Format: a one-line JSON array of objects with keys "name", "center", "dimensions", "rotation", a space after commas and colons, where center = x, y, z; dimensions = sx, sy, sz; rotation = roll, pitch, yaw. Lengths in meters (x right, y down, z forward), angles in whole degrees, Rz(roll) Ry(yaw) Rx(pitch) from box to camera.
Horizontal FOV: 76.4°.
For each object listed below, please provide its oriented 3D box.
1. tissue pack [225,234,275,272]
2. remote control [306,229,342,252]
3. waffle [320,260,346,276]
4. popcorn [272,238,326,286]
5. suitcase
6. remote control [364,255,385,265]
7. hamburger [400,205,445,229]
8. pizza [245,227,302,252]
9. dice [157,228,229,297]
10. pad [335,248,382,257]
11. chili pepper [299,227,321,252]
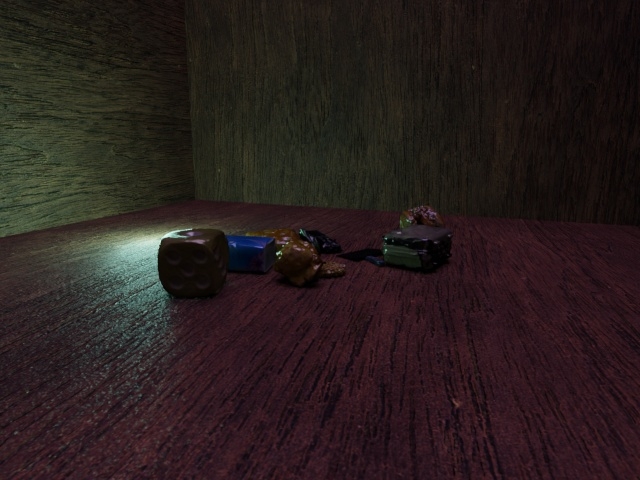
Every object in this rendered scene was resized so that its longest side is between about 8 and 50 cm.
[{"name": "tissue pack", "center": [-0.364, 0.058, 1.927], "dimensions": [0.263, 0.146, 0.198], "rotation": [2, 12, 9]}, {"name": "remote control", "center": [0.000, 0.000, 2.383], "dimensions": [0.144, 0.062, 0.399], "rotation": [-4, 14, -20]}, {"name": "waffle", "center": [0.025, 0.131, 1.869], "dimensions": [0.191, 0.038, 0.191], "rotation": [1, 13, 0]}, {"name": "popcorn", "center": [-0.096, 0.082, 1.742], "dimensions": [0.253, 0.190, 0.191], "rotation": [15, 42, 38]}, {"name": "suitcase", "center": [0.464, 0.016, 2.052], "dimensions": [0.339, 0.194, 0.351], "rotation": [7, 14, 36]}, {"name": "remote control", "center": [0.274, 0.101, 2.042], "dimensions": [0.043, 0.027, 0.152], "rotation": [-11, 14, -19]}, {"name": "hamburger", "center": [0.588, -0.066, 2.375], "dimensions": [0.211, 0.260, 0.245], "rotation": [-17, -28, -10]}, {"name": "pizza", "center": [-0.247, 0.004, 2.239], "dimensions": [0.408, 0.114, 0.277], "rotation": [9, 15, 26]}, {"name": "dice", "center": [-0.501, 0.084, 1.622], "dimensions": [0.226, 0.233, 0.238], "rotation": [0, 12, 1]}, {"name": "pad", "center": [0.227, 0.069, 2.192], "dimensions": [0.265, 0.009, 0.159], "rotation": [-10, 10, -40]}, {"name": "chili pepper", "center": [-0.056, 0.012, 2.203], "dimensions": [0.108, 0.062, 0.216], "rotation": [36, 11, -42]}]
